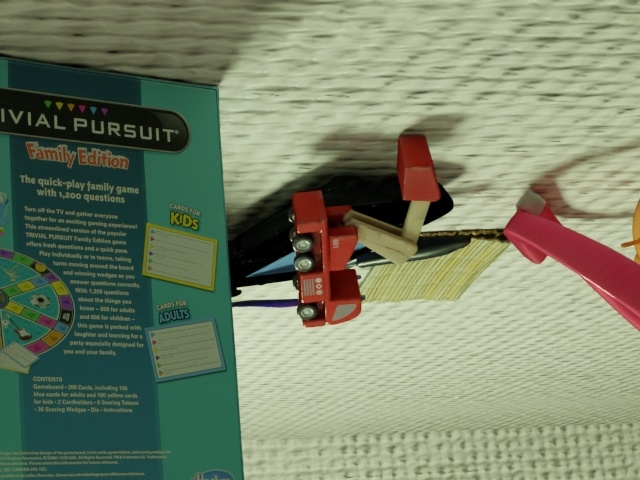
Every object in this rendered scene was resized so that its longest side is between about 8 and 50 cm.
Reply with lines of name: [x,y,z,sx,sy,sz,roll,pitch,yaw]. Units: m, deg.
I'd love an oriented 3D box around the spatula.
spatula: [0.024,0.038,1.685,0.296,0.030,0.084,-20,174,26]

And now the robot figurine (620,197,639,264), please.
robot figurine: [0.406,-0.010,1.616,0.219,0.128,0.158,5,-170,-38]

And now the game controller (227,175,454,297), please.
game controller: [0.000,0.000,1.643,0.166,0.067,0.319,3,165,-28]

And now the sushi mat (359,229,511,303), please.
sushi mat: [0.133,0.036,1.937,0.151,0.019,0.316,-2,166,-8]

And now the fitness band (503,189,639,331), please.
fitness band: [0.294,0.036,1.661,0.209,0.054,0.291,35,-179,20]

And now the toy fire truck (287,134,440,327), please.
toy fire truck: [0.040,-0.004,1.465,0.135,0.047,0.192,-6,132,-3]

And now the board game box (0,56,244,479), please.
board game box: [-0.189,0.041,1.172,0.254,0.336,0.079,5,163,-35]
